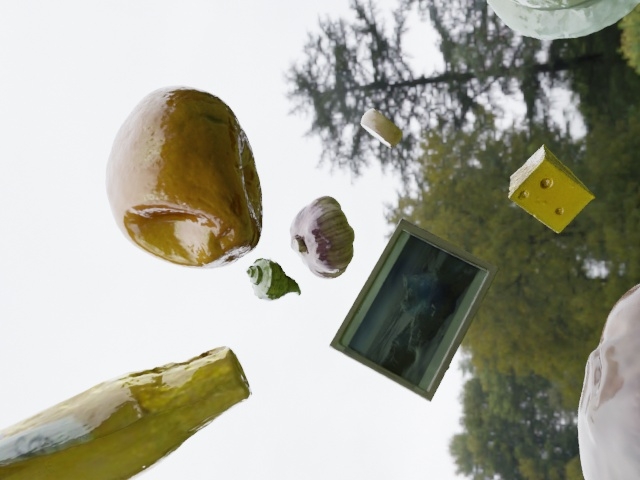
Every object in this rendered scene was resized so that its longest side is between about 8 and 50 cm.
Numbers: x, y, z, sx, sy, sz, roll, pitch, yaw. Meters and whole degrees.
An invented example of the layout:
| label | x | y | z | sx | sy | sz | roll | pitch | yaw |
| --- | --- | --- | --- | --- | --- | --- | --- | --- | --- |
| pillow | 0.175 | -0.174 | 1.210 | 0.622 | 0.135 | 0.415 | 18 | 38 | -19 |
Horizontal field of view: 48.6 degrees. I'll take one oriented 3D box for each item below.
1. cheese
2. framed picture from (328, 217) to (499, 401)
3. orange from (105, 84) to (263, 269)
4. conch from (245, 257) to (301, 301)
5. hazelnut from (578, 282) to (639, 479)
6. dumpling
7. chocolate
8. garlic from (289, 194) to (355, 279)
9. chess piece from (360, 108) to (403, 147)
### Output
| label | x | y | z | sx | sy | sz | roll | pitch | yaw |
| --- | --- | --- | --- | --- | --- | --- | --- | --- | --- |
| cheese | 0.393 | -0.113 | 1.281 | 0.126 | 0.093 | 0.171 | 32 | -156 | -17 |
| framed picture | 0.271 | 0.189 | 2.022 | 0.446 | 0.326 | 0.028 | -59 | -14 | -17 |
| orange | -0.180 | -0.083 | 0.935 | 0.249 | 0.183 | 0.249 | -10 | -90 | -87 |
| conch | -0.084 | 0.065 | 1.209 | 0.121 | 0.089 | 0.074 | 22 | -76 | -41 |
| hazelnut | 0.463 | 0.197 | 0.799 | 0.315 | 0.372 | 0.373 | 155 | 119 | -71 |
| dumpling | 0.373 | -0.493 | 1.224 | 0.211 | 0.270 | 0.321 | -11 | -115 | -51 |
| chocolate | -0.312 | 0.269 | 0.980 | 0.162 | 0.445 | 0.162 | 62 | 173 | 13 |
| garlic | 0.000 | 0.000 | 1.329 | 0.102 | 0.147 | 0.159 | -23 | -39 | -30 |
| chess piece | 0.114 | -0.209 | 1.323 | 0.038 | 0.083 | 0.083 | -49 | -28 | 4 |
